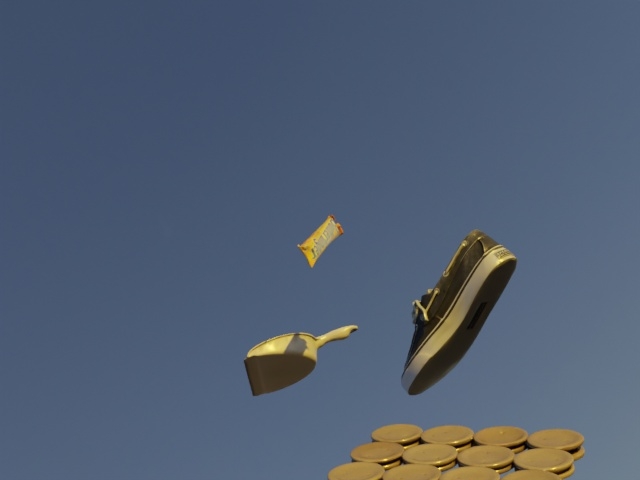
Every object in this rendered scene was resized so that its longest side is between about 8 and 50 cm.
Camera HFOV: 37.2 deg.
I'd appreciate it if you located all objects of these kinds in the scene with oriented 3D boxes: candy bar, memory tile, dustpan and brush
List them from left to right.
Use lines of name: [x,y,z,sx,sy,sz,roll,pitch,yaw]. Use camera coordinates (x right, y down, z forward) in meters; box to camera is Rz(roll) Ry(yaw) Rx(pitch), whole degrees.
dustpan and brush: [-0.030,0.198,1.690,0.211,0.060,0.147,-12,-37,-4]
candy bar: [0.000,0.000,1.482,0.018,0.040,0.161,-31,7,27]
memory tile: [0.089,0.142,0.610,0.113,0.148,0.012,-22,-73,-65]

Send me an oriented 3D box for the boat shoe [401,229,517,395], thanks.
boat shoe: [0.211,0.122,1.618,0.113,0.105,0.306,-1,-54,-47]
